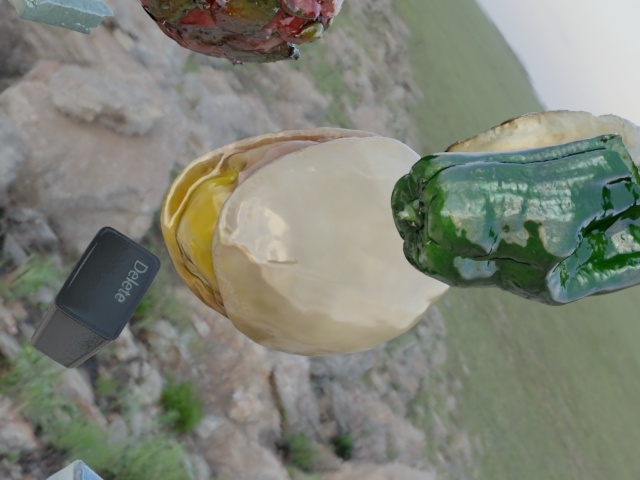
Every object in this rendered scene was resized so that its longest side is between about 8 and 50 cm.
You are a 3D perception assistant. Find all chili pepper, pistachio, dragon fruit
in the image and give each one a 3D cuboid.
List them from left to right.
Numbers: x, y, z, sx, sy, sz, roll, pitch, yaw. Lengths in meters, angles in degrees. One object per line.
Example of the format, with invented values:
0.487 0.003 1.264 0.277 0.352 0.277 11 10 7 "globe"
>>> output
-0.061 -0.386 1.332 0.314 0.263 0.296 11 71 -51 "dragon fruit"
0.000 0.000 1.043 0.309 0.230 0.230 7 45 -37 "pistachio"
0.164 -0.012 0.614 0.099 0.253 0.083 99 -20 -47 "chili pepper"

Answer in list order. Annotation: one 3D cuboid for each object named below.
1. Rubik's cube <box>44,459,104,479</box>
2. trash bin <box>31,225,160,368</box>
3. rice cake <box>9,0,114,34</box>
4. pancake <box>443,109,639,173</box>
-0.338 0.495 1.404 0.256 0.253 0.259 50 12 -31 "Rubik's cube"
-0.373 0.104 1.744 0.115 0.225 0.165 33 57 -11 "trash bin"
-0.439 -0.395 1.792 0.069 0.063 0.206 54 21 13 "rice cake"
0.246 -0.053 1.372 0.387 0.387 0.082 25 47 -64 "pancake"
